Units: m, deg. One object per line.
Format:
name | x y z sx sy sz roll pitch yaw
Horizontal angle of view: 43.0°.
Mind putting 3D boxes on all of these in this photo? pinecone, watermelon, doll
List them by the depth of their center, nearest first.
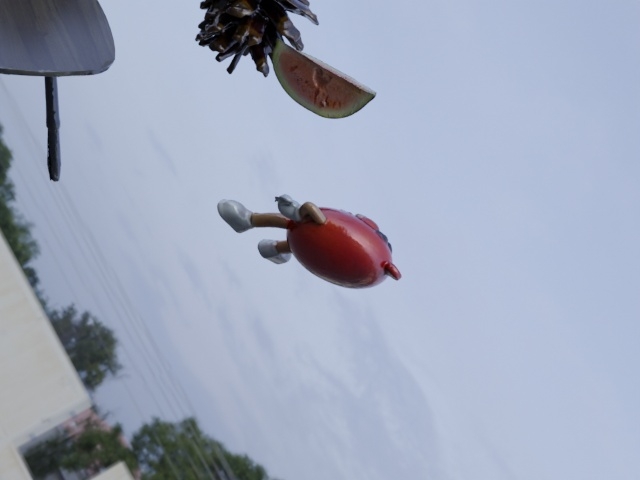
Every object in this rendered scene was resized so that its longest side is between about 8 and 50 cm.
doll | 0.000 0.000 0.983 0.217 0.085 0.183 11 -23 33
watermelon | 0.006 -0.240 1.197 0.163 0.069 0.087 31 -40 1
pinecone | -0.104 -0.375 1.354 0.229 0.203 0.201 166 -65 -71

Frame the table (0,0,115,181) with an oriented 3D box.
table | -0.485 -0.241 1.127 0.317 0.317 0.249 55 -40 20
